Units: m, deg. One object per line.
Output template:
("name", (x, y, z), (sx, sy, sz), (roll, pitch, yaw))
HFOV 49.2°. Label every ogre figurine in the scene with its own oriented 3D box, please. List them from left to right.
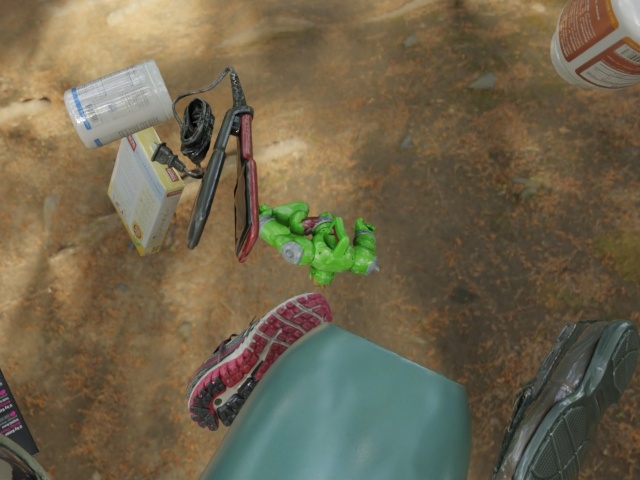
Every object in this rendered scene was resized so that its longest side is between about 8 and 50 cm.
("ogre figurine", (0.000, 0.000, 0.960), (0.097, 0.197, 0.118), (-50, 34, 15))

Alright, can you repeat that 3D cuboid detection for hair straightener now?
("hair straightener", (-0.096, -0.082, 0.594), (0.089, 0.047, 0.230), (13, 46, -18))

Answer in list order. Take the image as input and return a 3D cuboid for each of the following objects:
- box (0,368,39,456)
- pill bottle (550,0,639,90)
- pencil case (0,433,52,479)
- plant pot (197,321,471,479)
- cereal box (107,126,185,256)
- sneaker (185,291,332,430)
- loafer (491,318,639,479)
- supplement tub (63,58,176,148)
("box", (-0.580, 0.241, 1.088), (0.143, 0.270, 0.165), (-28, 12, -38))
("pill bottle", (0.313, -0.222, 0.709), (0.121, 0.121, 0.216), (-4, 0, -1))
("pencil case", (-0.339, 0.298, 0.440), (0.410, 0.183, 0.160), (-41, 70, -2))
("plant pot", (0.037, 0.235, 0.808), (0.293, 0.293, 0.235), (22, 83, 25))
("cereal box", (-0.347, -0.101, 1.373), (0.047, 0.240, 0.173), (-19, 69, -36))
("sneaker", (-0.114, 0.186, 1.203), (0.299, 0.121, 0.112), (-38, 26, -4))
("loafer", (0.246, 0.174, 0.734), (0.084, 0.096, 0.267), (8, 35, 45))
("supplement tub", (-0.222, -0.151, 0.778), (0.107, 0.071, 0.071), (-23, 46, -7))
